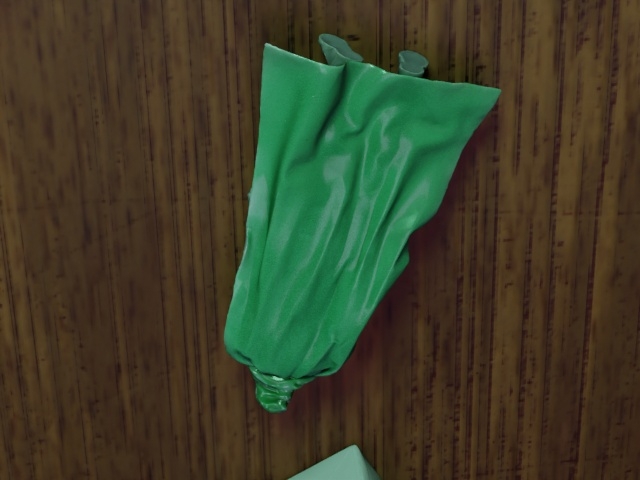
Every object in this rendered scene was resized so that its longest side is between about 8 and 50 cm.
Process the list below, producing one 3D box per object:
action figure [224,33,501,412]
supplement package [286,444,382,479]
[{"bbox_3d":[0.000,0.000,1.047,0.137,0.063,0.232,12,115,-15],"label":"action figure"},{"bbox_3d":[0.033,0.279,1.176,0.139,0.134,0.244,-29,119,11],"label":"supplement package"}]
